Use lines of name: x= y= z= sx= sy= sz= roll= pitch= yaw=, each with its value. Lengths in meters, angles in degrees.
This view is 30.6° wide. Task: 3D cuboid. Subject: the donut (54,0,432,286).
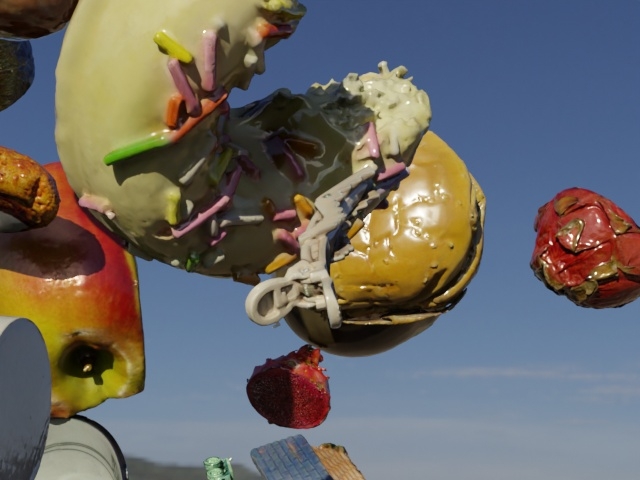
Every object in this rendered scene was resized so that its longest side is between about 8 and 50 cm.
donut: x=-0.068 y=-0.107 z=1.009 sx=0.150 sy=0.307 sz=0.371 roll=44 pitch=-3 yaw=40

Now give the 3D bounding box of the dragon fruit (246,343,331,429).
dragon fruit: x=-0.042 y=0.236 z=1.970 sx=0.153 sy=0.111 sz=0.153 roll=11 pitch=-50 yaw=14

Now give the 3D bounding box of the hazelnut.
hazelnut: x=-0.349 y=-0.306 z=1.287 sx=0.214 sy=0.214 sz=0.176 roll=3 pitch=-58 yaw=-8

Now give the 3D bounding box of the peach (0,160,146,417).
peach: x=-0.392 y=0.051 z=1.697 sx=0.242 sy=0.306 sz=0.380 roll=-9 pitch=29 yaw=-11

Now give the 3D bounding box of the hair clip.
hair clip: x=0.000 y=0.000 z=0.898 sx=0.072 sy=0.034 sz=0.226 roll=-5 pitch=28 yaw=15

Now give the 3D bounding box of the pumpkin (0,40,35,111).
pumpkin: x=-0.596 y=-0.395 z=2.142 sx=0.111 sy=0.279 sz=0.163 roll=-14 pitch=-22 yaw=-13

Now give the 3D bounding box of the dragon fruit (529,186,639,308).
dragon fruit: x=0.408 y=0.038 z=1.868 sx=0.223 sy=0.148 sz=0.218 roll=30 pitch=-27 yaw=46

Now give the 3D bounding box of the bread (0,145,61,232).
bread: x=-0.447 y=-0.073 z=1.483 sx=0.268 sy=0.095 sz=0.139 roll=8 pitch=-37 yaw=30

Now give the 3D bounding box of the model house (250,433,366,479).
model house: x=-0.044 y=0.378 z=1.643 sx=0.172 sy=0.183 sz=0.166 roll=24 pitch=12 yaw=-37

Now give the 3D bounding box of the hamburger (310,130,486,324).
hamburger: x=0.097 y=-0.019 z=1.729 sx=0.318 sy=0.319 sz=0.158 roll=-4 pitch=-20 yaw=20

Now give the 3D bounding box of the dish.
dish: x=-0.362 y=0.396 z=1.581 sx=0.316 sy=0.317 sz=0.106 roll=-6 pitch=-33 yaw=26

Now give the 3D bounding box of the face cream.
face cream: x=-0.349 y=0.153 z=1.073 sx=0.152 sy=0.177 sz=0.177 roll=3 pitch=-14 yaw=7

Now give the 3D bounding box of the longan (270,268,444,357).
longan: x=0.067 y=0.020 z=2.024 sx=0.360 sy=0.361 sz=0.361 roll=1 pitch=-14 yaw=0

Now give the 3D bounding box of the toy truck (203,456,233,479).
toy truck: x=-0.098 y=0.328 z=1.484 sx=0.081 sy=0.067 sz=0.175 roll=-9 pitch=17 yaw=-11
